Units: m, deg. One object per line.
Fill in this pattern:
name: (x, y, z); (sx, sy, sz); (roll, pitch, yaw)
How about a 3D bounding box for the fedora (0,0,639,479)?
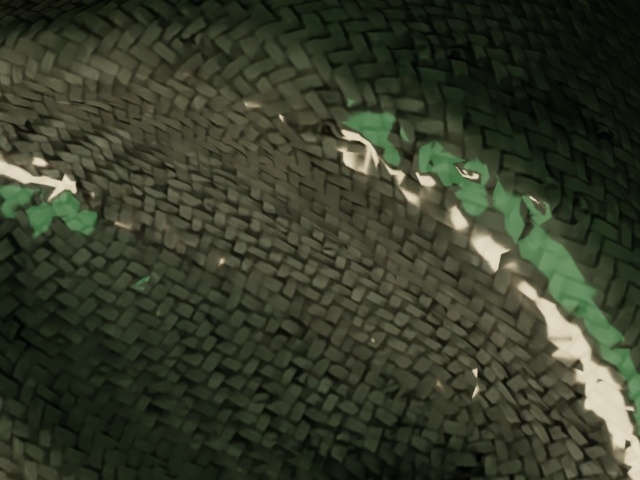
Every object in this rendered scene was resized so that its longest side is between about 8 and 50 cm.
fedora: (0.000, 0.000, 0.465); (0.334, 0.152, 0.334); (5, 103, 22)
